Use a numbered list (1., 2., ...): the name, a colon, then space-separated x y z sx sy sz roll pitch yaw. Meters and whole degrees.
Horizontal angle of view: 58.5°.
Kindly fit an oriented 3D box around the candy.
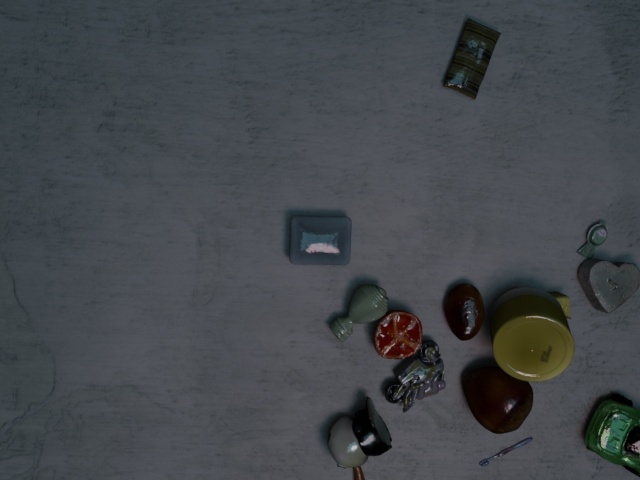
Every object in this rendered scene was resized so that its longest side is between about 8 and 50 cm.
1. candy: 0.000 0.000 1.600 0.174 0.071 0.138 1 96 -12

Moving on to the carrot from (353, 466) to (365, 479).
1. carrot: 0.115 0.713 1.730 0.035 0.035 0.142 -15 92 -8

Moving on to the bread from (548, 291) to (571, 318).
1. bread: 0.702 0.205 1.748 0.109 0.084 0.080 -7 96 -10

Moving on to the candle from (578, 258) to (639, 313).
1. candle: 0.899 0.142 1.785 0.192 0.068 0.168 9 95 -12

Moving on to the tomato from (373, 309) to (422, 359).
1. tomato: 0.219 0.268 1.674 0.156 0.069 0.155 -3 104 -14

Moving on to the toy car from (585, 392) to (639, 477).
1. toy car: 1.035 0.648 1.818 0.359 0.176 0.213 26 91 -12

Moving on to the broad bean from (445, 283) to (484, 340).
1. broad bean: 0.429 0.211 1.700 0.114 0.084 0.165 -11 92 -6

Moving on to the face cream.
1. face cream: 0.603 0.269 1.651 0.218 0.179 0.218 4 110 12

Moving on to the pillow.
1. pillow: 0.433 -0.518 1.635 0.113 0.038 0.203 18 94 -12

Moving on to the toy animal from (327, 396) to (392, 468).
1. toy animal: 0.104 0.567 1.665 0.179 0.138 0.166 -30 81 2

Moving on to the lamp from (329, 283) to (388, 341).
1. lamp: 0.111 0.204 1.637 0.193 0.106 0.106 -41 102 6

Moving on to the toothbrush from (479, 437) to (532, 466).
1. toothbrush: 0.593 0.672 1.819 0.193 0.019 0.013 -23 100 -9

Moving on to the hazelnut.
1. hazelnut: 0.522 0.463 1.707 0.208 0.208 0.208 -1 97 -10

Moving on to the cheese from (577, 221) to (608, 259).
1. cheese: 0.854 -0.001 1.780 0.067 0.026 0.120 27 100 -13

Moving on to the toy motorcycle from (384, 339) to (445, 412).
1. toy motorcycle: 0.302 0.415 1.707 0.152 0.073 0.225 39 88 -15
